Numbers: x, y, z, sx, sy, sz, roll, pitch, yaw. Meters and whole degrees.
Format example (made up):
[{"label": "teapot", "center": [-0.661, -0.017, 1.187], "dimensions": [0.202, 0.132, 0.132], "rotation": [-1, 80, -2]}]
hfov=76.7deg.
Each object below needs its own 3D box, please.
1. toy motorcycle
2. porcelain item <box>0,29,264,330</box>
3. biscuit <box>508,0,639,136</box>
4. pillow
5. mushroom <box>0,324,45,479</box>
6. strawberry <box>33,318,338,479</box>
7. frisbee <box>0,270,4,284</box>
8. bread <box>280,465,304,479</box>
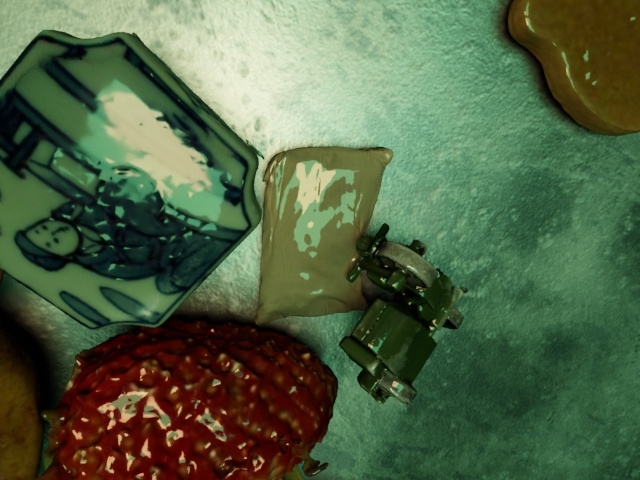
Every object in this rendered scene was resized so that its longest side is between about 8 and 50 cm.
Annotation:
[{"label": "toy motorcycle", "center": [0.100, 0.112, 0.558], "dimensions": [0.205, 0.127, 0.275], "rotation": [-53, 139, -8]}, {"label": "porcelain item", "center": [-0.229, -0.061, 0.467], "dimensions": [0.286, 0.157, 0.281], "rotation": [-43, 108, 5]}, {"label": "biscuit", "center": [0.440, -0.352, 0.537], "dimensions": [0.365, 0.062, 0.385], "rotation": [34, 99, -15]}, {"label": "pillow", "center": [0.000, 0.000, 0.572], "dimensions": [0.173, 0.067, 0.270], "rotation": [2, 109, -9]}, {"label": "mushroom", "center": [-0.509, 0.255, 0.513], "dimensions": [0.346, 0.259, 0.345], "rotation": [0, 81, 0]}, {"label": "strawberry", "center": [-0.138, 0.233, 0.511], "dimensions": [0.344, 0.292, 0.292], "rotation": [-6, 108, -5]}, {"label": "frisbee", "center": [-0.485, 0.040, 0.439], "dimensions": [0.251, 0.021, 0.250], "rotation": [4, 63, -8]}, {"label": "bread", "center": [-0.177, 0.475, 0.652], "dimensions": [0.361, 0.138, 0.077], "rotation": [-45, 139, 6]}]
